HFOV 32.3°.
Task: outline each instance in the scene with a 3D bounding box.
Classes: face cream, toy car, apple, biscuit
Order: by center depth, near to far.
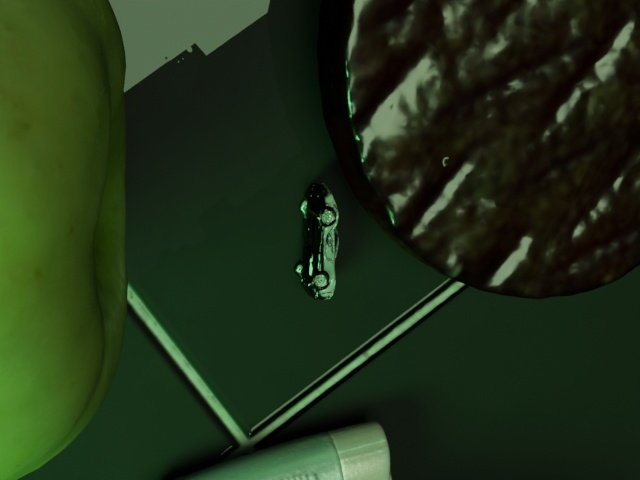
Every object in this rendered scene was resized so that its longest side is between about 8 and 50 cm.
[{"bbox_3d":[-0.263,-0.022,0.589,0.357,0.357,0.357,-7,110,-20],"label":"apple"},{"bbox_3d":[0.184,-0.154,0.855,0.407,0.091,0.407,-8,112,-20],"label":"biscuit"},{"bbox_3d":[0.000,0.000,0.858,0.025,0.041,0.093,-2,109,-24],"label":"toy car"},{"bbox_3d":[-0.038,0.207,0.904,0.198,0.057,0.084,-12,111,-20],"label":"face cream"}]
